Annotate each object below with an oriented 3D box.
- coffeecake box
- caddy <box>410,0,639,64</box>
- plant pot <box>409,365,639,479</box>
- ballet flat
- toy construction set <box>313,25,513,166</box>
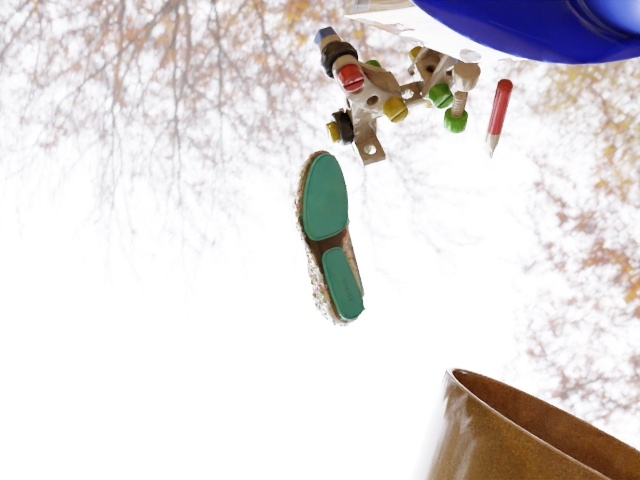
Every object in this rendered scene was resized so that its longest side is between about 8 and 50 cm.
[{"bbox_3d":[0.145,-0.255,1.077,0.185,0.142,0.068,12,-90,-32],"label":"coffeecake box"},{"bbox_3d":[0.129,-0.237,0.370,0.241,0.179,0.342,15,-78,-3],"label":"caddy"},{"bbox_3d":[0.142,0.260,0.727,0.237,0.237,0.254,27,-86,-6],"label":"plant pot"},{"bbox_3d":[0.000,0.000,1.314,0.091,0.077,0.241,-13,-82,-32],"label":"ballet flat"},{"bbox_3d":[0.142,-0.212,1.511,0.308,0.237,0.257,37,-124,27],"label":"toy construction set"}]
